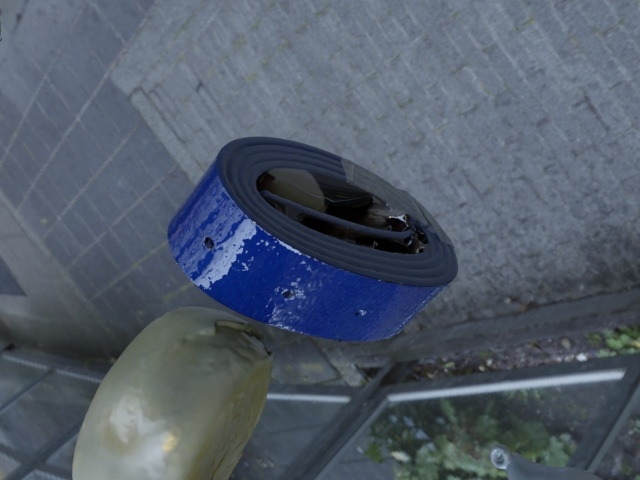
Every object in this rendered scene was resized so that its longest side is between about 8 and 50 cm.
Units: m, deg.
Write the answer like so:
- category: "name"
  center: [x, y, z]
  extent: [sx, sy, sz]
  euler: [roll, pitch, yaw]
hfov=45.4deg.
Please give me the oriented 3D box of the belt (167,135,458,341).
- category: "belt"
  center: [0.000, 0.000, 0.873]
  extent: [0.117, 0.347, 0.212]
  euler: [-50, 46, 29]

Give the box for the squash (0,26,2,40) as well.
- category: "squash"
  center: [-0.454, -0.251, 0.882]
  extent: [0.105, 0.132, 0.105]
  euler: [25, 136, 26]

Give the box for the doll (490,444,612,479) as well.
- category: "doll"
  center: [0.216, 0.236, 0.583]
  extent: [0.227, 0.075, 0.102]
  euler: [42, 120, 36]

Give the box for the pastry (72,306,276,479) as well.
- category: "pastry"
  center: [-0.152, 0.198, 0.812]
  extent: [0.133, 0.264, 0.264]
  euler: [21, 138, 15]
